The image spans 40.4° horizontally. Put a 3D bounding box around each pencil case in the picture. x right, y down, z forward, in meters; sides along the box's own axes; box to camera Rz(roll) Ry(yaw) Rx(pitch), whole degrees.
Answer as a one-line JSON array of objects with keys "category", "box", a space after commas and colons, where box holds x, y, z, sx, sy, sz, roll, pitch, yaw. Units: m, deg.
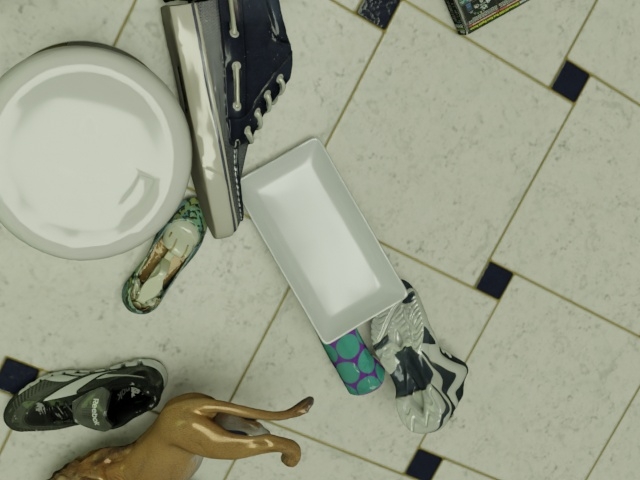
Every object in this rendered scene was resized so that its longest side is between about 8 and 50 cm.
[{"category": "pencil case", "box": [0.042, 0.159, 1.327, 0.070, 0.064, 0.152, -31, 109, -9]}]

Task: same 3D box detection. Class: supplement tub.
[{"category": "supplement tub", "box": [-0.280, -0.120, 1.039, 0.228, 0.316, 0.228, -4, 104, -14]}]

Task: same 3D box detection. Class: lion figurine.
[{"category": "lion figurine", "box": [-0.212, 0.307, 1.229, 0.240, 0.142, 0.392, 33, 110, -24]}]

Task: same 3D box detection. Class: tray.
[{"category": "tray", "box": [0.000, 0.000, 1.261, 0.145, 0.030, 0.270, -30, 92, -5]}]

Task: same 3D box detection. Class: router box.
[{"category": "router box", "box": [0.239, -0.367, 1.260, 0.122, 0.038, 0.092, -29, 109, -6]}]

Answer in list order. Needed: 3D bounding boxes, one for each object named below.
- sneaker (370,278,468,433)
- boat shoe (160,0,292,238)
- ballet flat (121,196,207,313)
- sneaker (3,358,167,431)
[{"category": "sneaker", "box": [0.161, 0.179, 1.360, 0.094, 0.153, 0.235, -27, 71, 21]}, {"category": "boat shoe", "box": [-0.106, -0.178, 1.172, 0.158, 0.127, 0.341, -13, 107, -16]}, {"category": "ballet flat", "box": [-0.214, 0.027, 1.228, 0.070, 0.070, 0.188, 29, 95, -19]}, {"category": "sneaker", "box": [-0.330, 0.228, 1.226, 0.234, 0.106, 0.078, -12, 105, -11]}]
